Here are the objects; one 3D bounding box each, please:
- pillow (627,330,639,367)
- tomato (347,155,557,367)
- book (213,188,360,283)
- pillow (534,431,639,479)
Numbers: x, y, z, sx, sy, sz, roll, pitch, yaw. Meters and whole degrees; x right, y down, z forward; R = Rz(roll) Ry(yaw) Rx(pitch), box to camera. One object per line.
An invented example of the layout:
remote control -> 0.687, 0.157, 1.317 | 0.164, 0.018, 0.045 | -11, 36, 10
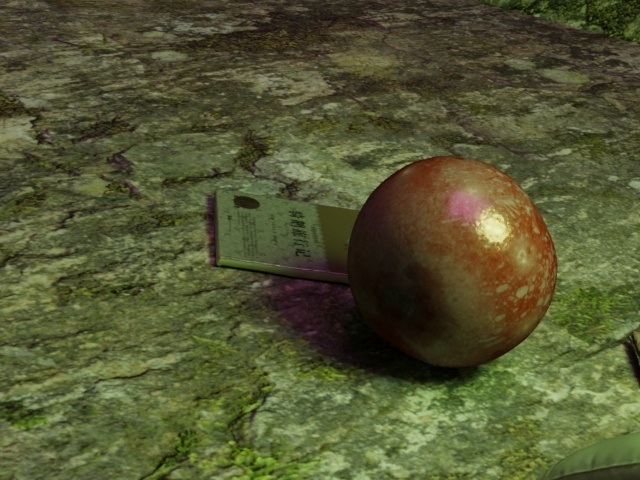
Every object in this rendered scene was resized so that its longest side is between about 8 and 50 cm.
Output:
pillow -> 0.489, 0.190, 1.691 | 0.126, 0.043, 0.232 | 5, 30, -5
tomato -> 0.156, 0.030, 1.597 | 0.270, 0.270, 0.227 | 28, 34, 27
book -> 0.000, 0.000, 1.856 | 0.310, 0.021, 0.217 | 8, 27, -10
pillow -> 0.401, 0.250, 1.348 | 0.322, 0.255, 0.120 | -1, 75, -27
